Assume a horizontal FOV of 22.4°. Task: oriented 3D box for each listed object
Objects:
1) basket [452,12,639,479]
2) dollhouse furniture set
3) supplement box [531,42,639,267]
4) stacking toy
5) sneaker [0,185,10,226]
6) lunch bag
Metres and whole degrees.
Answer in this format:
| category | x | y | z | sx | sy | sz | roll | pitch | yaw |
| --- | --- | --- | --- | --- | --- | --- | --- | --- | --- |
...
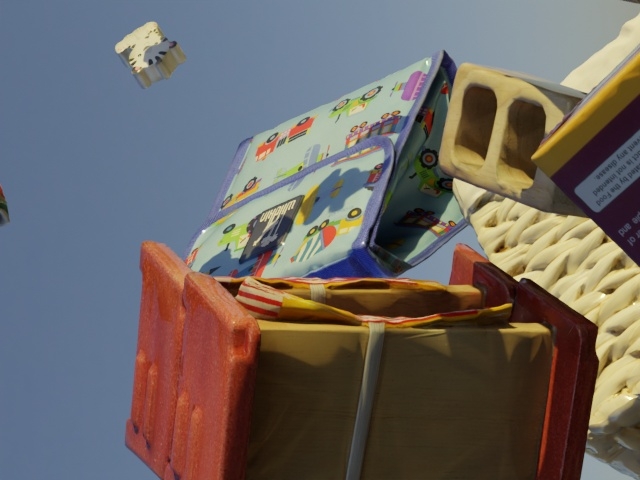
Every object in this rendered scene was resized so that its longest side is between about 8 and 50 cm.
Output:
| category | x | y | z | sx | sy | sz | roll | pitch | yaw |
| --- | --- | --- | --- | --- | --- | --- | --- | --- | --- |
| basket | 0.332 | 0.007 | 1.152 | 0.331 | 0.328 | 0.266 | 30 | -150 | -38 |
| dollhouse furniture set | 0.035 | -0.048 | 0.806 | 0.152 | 0.201 | 0.374 | -148 | 64 | -64 |
| supplement box | 0.185 | -0.009 | 0.579 | 0.188 | 0.104 | 0.081 | 45 | -135 | 2 |
| stacking toy | -0.088 | -0.229 | 1.136 | 0.052 | 0.221 | 0.167 | 48 | 173 | 45 |
| sneaker | -0.361 | -0.022 | 1.573 | 0.161 | 0.057 | 0.075 | -33 | -82 | -56 |
| lunch bag | 0.000 | 0.000 | 1.284 | 0.138 | 0.221 | 0.293 | 58 | -147 | -16 |
